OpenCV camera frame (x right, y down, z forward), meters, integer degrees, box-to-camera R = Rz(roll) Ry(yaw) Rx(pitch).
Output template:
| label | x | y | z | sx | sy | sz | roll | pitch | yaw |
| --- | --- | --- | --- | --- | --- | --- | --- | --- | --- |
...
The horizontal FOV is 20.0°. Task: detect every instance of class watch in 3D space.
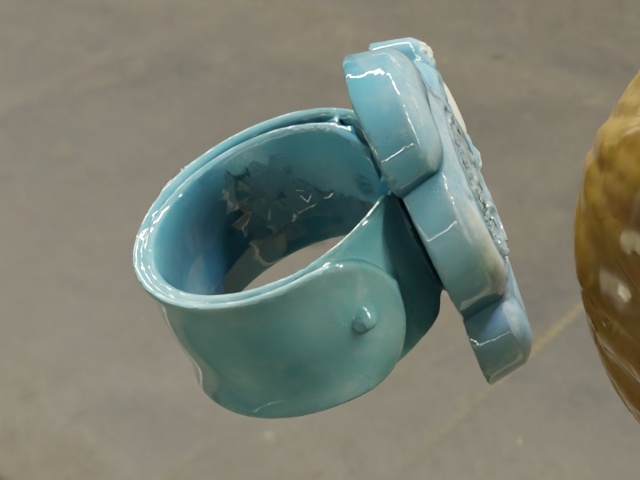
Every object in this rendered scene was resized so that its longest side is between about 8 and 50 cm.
| label | x | y | z | sx | sy | sz | roll | pitch | yaw |
| --- | --- | --- | --- | --- | --- | --- | --- | --- | --- |
| watch | 0.000 | 0.000 | 1.018 | 0.193 | 0.211 | 0.211 | -22 | 33 | 8 |

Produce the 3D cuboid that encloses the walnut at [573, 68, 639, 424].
| label | x | y | z | sx | sy | sz | roll | pitch | yaw |
| --- | --- | --- | --- | --- | --- | --- | --- | --- | --- |
| walnut | 0.299 | 0.011 | 0.933 | 0.333 | 0.332 | 0.333 | -9 | 34 | 6 |
